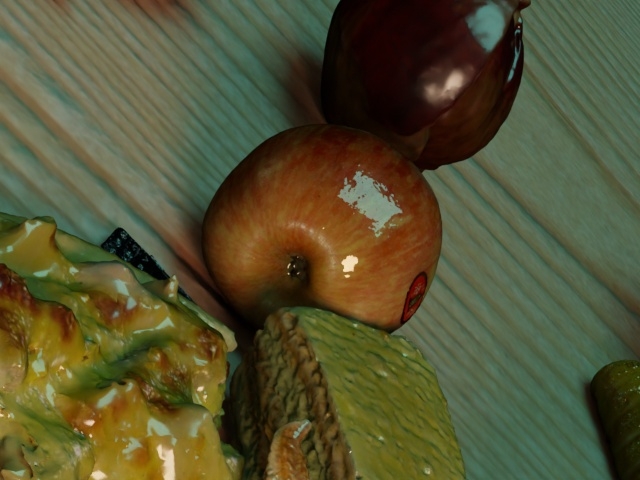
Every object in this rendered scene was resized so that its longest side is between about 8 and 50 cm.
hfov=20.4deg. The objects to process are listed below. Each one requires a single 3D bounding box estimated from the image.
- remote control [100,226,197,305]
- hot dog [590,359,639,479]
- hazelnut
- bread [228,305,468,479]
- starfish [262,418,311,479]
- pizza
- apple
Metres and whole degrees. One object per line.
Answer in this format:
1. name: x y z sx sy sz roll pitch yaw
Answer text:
1. remote control: -0.095 0.034 1.052 0.096 0.014 0.039 48 26 -9
2. hot dog: 0.283 0.213 1.407 0.083 0.068 0.289 22 40 -36
3. hazelnut: 0.083 -0.131 1.367 0.160 0.170 0.201 12 2 -18
4. bread: 0.019 0.140 1.013 0.138 0.102 0.196 34 29 -40
5. starfish: -0.049 0.224 0.815 0.231 0.048 0.295 10 72 -43
6. pizza: -0.129 0.070 0.875 0.323 0.089 0.223 21 38 -48
7. apple: 0.000 0.000 1.114 0.146 0.146 0.131 51 35 -6
